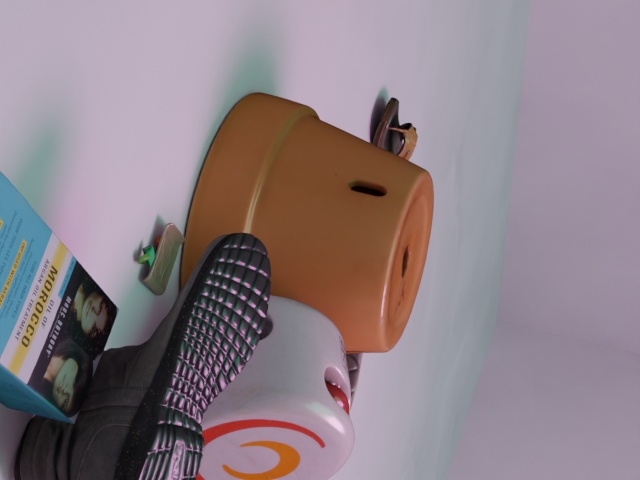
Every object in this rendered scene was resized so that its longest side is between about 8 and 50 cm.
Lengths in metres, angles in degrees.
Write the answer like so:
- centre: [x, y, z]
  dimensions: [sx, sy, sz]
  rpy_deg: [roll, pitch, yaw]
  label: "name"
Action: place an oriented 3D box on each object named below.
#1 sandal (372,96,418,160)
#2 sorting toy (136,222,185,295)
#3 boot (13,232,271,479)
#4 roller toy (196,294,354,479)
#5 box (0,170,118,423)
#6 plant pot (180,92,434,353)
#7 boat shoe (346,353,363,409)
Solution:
- centre: [0.122, -0.144, 1.978]
  dimensions: [0.219, 0.060, 0.090]
  rpy_deg: [80, 27, -56]
  label: "sandal"
- centre: [-0.151, 0.013, 1.182]
  dimensions: [0.083, 0.012, 0.062]
  rpy_deg: [67, 43, -71]
  label: "sorting toy"
- centre: [-0.148, 0.095, 0.990]
  dimensions: [0.083, 0.161, 0.246]
  rpy_deg: [40, 67, -48]
  label: "boot"
- centre: [-0.063, 0.150, 1.235]
  dimensions: [0.191, 0.209, 0.146]
  rpy_deg: [-48, -146, 40]
  label: "roller toy"
- centre: [-0.216, 0.042, 0.866]
  dimensions: [0.244, 0.060, 0.100]
  rpy_deg: [68, 37, -65]
  label: "box"
- centre: [0.000, 0.000, 1.363]
  dimensions: [0.291, 0.203, 0.291]
  rpy_deg: [12, 90, -76]
  label: "plant pot"
- centre: [-0.005, 0.164, 1.623]
  dimensions: [0.130, 0.132, 0.355]
  rpy_deg: [92, 23, -70]
  label: "boat shoe"
